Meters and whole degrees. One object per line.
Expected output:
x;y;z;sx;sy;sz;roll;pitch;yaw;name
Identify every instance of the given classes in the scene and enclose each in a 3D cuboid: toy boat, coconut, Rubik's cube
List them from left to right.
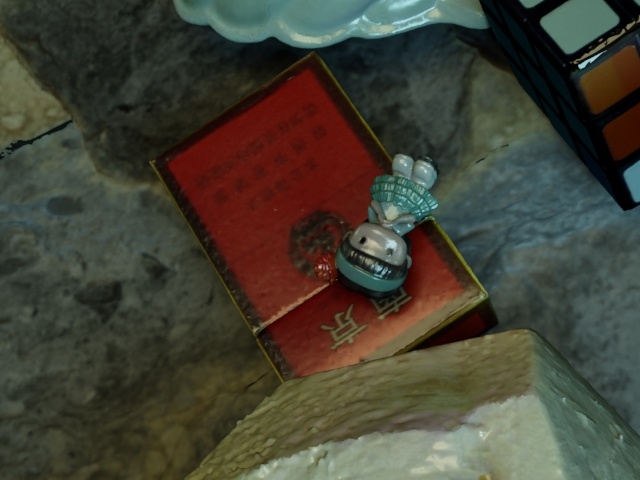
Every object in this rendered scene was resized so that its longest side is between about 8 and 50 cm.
0.006;-0.237;1.081;0.290;0.100;0.199;13;57;16;toy boat
0.074;0.208;0.819;0.310;0.297;0.297;-13;67;15;coconut
0.212;-0.151;0.957;0.163;0.160;0.162;-35;48;2;Rubik's cube

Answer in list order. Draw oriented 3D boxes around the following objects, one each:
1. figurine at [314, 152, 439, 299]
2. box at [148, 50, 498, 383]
0.041;-0.010;0.962;0.060;0.047;0.106;25;72;5;figurine
0.000;-0.001;1.032;0.153;0.074;0.239;-32;65;-3;box
